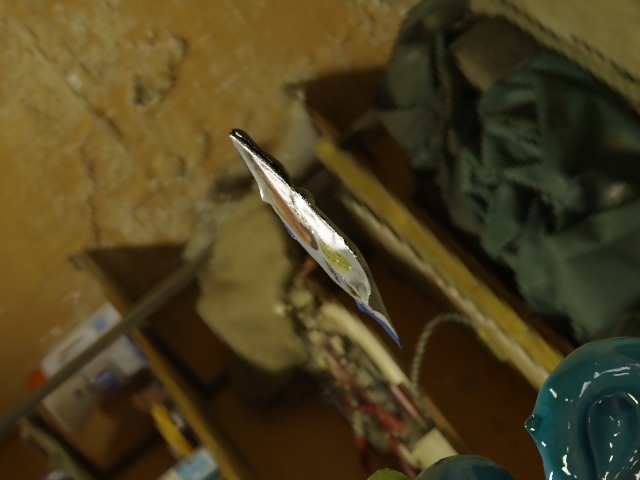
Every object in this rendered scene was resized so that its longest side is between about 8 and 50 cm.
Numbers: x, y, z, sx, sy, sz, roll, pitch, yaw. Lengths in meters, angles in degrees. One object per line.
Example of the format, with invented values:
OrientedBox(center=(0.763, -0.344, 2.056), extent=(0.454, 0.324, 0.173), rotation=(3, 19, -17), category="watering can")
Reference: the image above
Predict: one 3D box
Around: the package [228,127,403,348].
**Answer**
OrientedBox(center=(0.000, 0.000, 1.186), extent=(0.171, 0.027, 0.173), rotation=(43, 168, 34), category="package")

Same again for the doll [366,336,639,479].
OrientedBox(center=(0.162, 0.205, 0.665), extent=(0.099, 0.341, 0.346), rotation=(-116, 29, -64), category="doll")
